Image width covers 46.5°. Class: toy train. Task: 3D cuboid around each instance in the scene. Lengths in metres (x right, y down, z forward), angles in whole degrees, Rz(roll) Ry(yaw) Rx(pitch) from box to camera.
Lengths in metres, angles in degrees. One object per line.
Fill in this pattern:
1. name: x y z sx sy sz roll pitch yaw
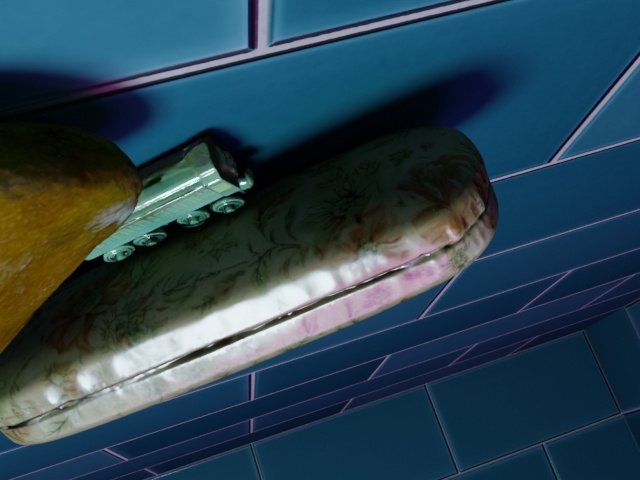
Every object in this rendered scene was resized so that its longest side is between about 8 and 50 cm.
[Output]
1. toy train: -0.120 -0.023 0.527 0.147 0.038 0.071 -24 159 15

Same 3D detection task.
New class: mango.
1. mango: -0.242 0.034 0.398 0.316 0.146 0.193 -27 168 3

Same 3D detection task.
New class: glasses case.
1. glasses case: -0.072 0.033 0.570 0.425 0.157 0.098 -24 118 12
